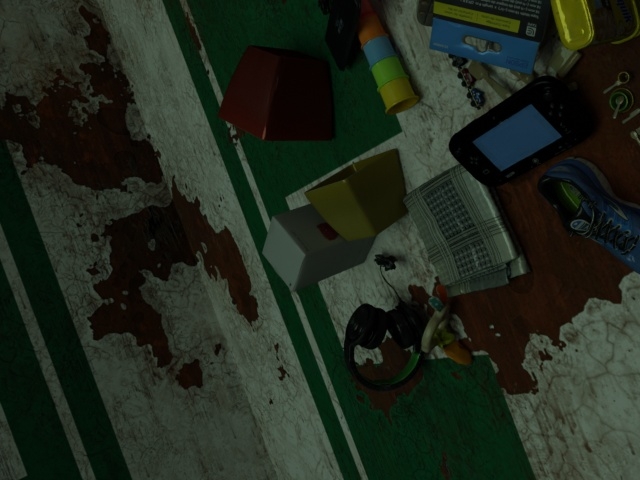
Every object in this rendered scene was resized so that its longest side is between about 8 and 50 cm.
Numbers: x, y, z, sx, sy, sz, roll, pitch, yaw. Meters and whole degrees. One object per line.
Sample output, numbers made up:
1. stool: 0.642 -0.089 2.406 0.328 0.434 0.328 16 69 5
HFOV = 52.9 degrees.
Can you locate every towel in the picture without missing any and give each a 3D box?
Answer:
1. towel: 0.362 -0.019 1.665 0.312 0.056 0.324 -30 83 56

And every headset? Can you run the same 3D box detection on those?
1. headset: 0.186 0.245 1.922 0.185 0.243 0.394 -151 63 -70

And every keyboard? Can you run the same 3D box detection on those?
1. keyboard: 0.049 -0.612 1.726 0.317 0.033 0.201 115 132 -73

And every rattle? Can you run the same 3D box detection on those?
1. rattle: 0.357 0.236 1.758 0.143 0.130 0.199 40 128 39

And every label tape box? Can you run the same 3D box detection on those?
1. label tape box: 0.360 -0.530 1.281 0.241 0.106 0.333 23 138 24

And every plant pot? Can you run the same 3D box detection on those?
1. plant pot: 0.120 -0.116 1.837 0.212 0.212 0.187 -11 109 56
2. plant pot: -0.121 -0.454 1.959 0.267 0.267 0.235 32 119 42

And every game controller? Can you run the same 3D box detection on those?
1. game controller: 0.429 -0.228 1.405 0.166 0.067 0.319 49 143 -6

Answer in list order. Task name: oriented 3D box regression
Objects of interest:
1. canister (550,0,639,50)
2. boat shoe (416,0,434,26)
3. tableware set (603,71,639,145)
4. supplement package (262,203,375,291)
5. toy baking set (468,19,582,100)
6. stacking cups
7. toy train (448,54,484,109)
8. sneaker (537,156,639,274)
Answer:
1. canister: 0.500 -0.413 1.161 0.073 0.170 0.126 -11 98 56
2. boat shoe: 0.291 -0.631 1.410 0.116 0.123 0.324 -96 20 -46
3. tableware set: 0.610 -0.252 1.223 0.154 0.024 0.104 62 145 11
4. supplement package: 0.000 0.000 1.970 0.177 0.293 0.175 50 142 26
5. toy baking set: 0.443 -0.375 1.393 0.256 0.030 0.196 -24 82 51
6. stacking cups: 0.156 -0.490 1.691 0.096 0.096 0.316 -37 71 55
7. toy train: 0.349 -0.383 1.521 0.036 0.027 0.158 -28 83 45
8. sneaker: 0.565 -0.030 1.292 0.330 0.147 0.130 48 141 28
